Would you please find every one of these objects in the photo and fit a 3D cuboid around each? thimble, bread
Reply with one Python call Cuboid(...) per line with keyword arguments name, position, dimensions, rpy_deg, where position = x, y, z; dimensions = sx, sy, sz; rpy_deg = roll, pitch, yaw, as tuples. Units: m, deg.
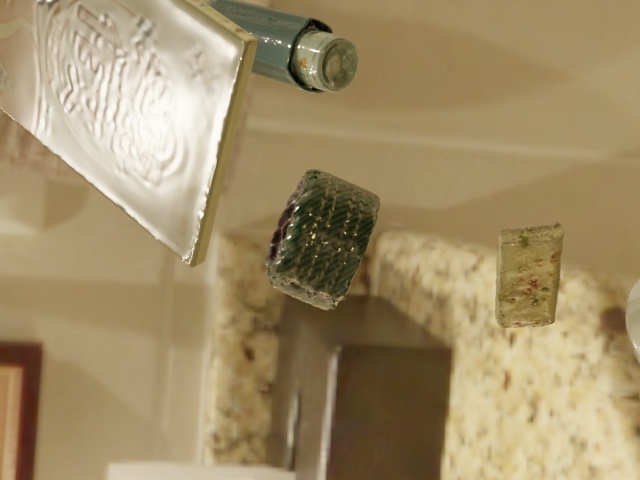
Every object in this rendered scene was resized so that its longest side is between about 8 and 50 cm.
Cuboid(name="thimble", position=(0.000, -0.002, 1.261), dimensions=(0.118, 0.090, 0.135), rpy_deg=(139, 153, -74))
Cuboid(name="bread", position=(0.221, 0.040, 1.276), dimensions=(0.154, 0.068, 0.028), rpy_deg=(84, -178, -49))

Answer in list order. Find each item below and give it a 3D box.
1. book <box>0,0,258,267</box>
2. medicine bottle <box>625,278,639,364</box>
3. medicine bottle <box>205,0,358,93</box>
Cuboid(name="book", position=(-0.176, -0.139, 0.931), dimensions=(0.295, 0.020, 0.208), rpy_deg=(37, 132, 24))
Cuboid(name="medicine bottle", position=(0.457, 0.047, 1.188), dimensions=(0.293, 0.170, 0.170), rpy_deg=(-43, 42, 46))
Cuboid(name="medicine bottle", position=(-0.069, -0.210, 1.387), dimensions=(0.258, 0.079, 0.124), rpy_deg=(20, 90, 43))
